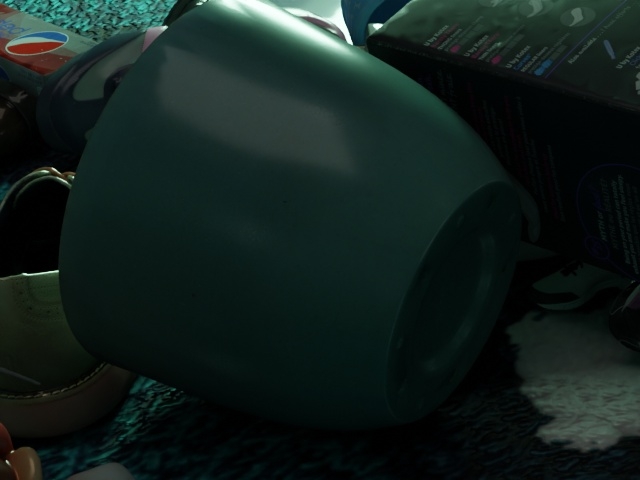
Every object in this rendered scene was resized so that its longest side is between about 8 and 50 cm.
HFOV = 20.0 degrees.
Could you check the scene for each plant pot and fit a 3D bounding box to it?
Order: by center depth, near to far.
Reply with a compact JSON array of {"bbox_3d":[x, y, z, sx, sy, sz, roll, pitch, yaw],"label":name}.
[{"bbox_3d":[0.000,0.000,1.289,0.235,0.293,0.293,24,39,25],"label":"plant pot"}]

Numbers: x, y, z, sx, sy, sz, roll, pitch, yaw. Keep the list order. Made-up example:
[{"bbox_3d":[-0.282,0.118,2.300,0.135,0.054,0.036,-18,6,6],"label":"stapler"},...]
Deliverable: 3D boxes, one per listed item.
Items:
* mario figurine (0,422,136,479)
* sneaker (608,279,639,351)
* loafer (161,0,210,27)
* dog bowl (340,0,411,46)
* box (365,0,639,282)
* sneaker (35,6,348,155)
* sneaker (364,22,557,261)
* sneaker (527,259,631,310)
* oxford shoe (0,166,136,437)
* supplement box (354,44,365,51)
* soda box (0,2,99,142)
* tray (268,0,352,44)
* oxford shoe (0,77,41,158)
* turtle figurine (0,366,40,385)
[{"bbox_3d":[-0.181,0.231,1.098,0.198,0.170,0.320,16,18,-44],"label":"mario figurine"},{"bbox_3d":[0.265,0.035,1.385,0.077,0.072,0.178,-1,19,43],"label":"sneaker"},{"bbox_3d":[-0.136,-0.208,1.933,0.078,0.076,0.223,13,38,25],"label":"loafer"},{"bbox_3d":[0.166,-0.219,1.788,0.297,0.166,0.074,-3,40,8],"label":"dog bowl"},{"bbox_3d":[0.191,-0.093,1.345,0.270,0.165,0.143,21,51,38],"label":"box"},{"bbox_3d":[-0.118,-0.161,1.774,0.319,0.112,0.131,-23,18,-24],"label":"sneaker"},{"bbox_3d":[0.134,-0.083,1.559,0.169,0.108,0.292,-8,48,-6],"label":"sneaker"},{"bbox_3d":[0.210,0.022,1.431,0.109,0.044,0.040,-19,31,-18],"label":"sneaker"},{"bbox_3d":[-0.182,-0.005,1.472,0.140,0.146,0.397,-5,27,8],"label":"oxford shoe"},{"bbox_3d":[0.089,-0.134,1.718,0.188,0.081,0.104,-5,28,6],"label":"supplement box"},{"bbox_3d":[-0.314,-0.178,1.906,0.092,0.083,0.263,-25,31,-31],"label":"soda box"},{"bbox_3d":[0.045,-0.264,2.008,0.145,0.030,0.270,24,39,22],"label":"tray"},{"bbox_3d":[-0.387,-0.127,1.836,0.227,0.083,0.096,14,44,42],"label":"oxford shoe"},{"bbox_3d":[-0.316,0.149,1.255,0.234,0.175,0.118,5,-20,-19],"label":"turtle figurine"}]
